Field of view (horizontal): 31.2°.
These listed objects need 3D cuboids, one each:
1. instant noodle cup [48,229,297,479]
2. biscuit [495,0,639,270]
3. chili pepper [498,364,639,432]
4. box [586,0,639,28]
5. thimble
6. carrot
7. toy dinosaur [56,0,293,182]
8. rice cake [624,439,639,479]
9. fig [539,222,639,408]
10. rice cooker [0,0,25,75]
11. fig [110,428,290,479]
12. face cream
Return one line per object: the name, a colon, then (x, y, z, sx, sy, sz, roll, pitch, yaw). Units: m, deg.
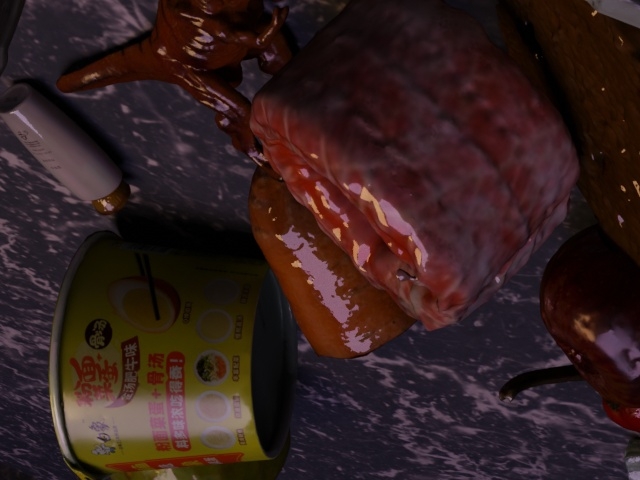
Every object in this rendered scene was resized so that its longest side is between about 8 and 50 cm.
instant noodle cup: (-0.158, 0.142, 1.355, 0.221, 0.311, 0.311, 0, 149, 13)
biscuit: (0.214, -0.089, 0.777, 0.075, 0.296, 0.296, -30, 144, -3)
chili pepper: (0.360, 0.140, 1.188, 0.338, 0.135, 0.131, 22, 138, -17)
box: (0.201, -0.229, 0.596, 0.311, 0.175, 0.182, 19, 143, -3)
thimble: (0.068, -0.061, 0.872, 0.239, 0.162, 0.239, 46, 171, 10)
carrot: (0.000, 0.000, 1.156, 0.159, 0.159, 0.225, -8, 133, 40)
toy dinosaur: (-0.091, -0.145, 0.987, 0.208, 0.097, 0.432, 37, 146, -14)
rice cake: (0.507, 0.310, 1.491, 0.211, 0.038, 0.124, 1, 130, 28)
fig: (0.309, 0.043, 1.061, 0.175, 0.207, 0.175, 48, 179, 1)
rice cooker: (-0.358, -0.222, 0.819, 0.277, 0.288, 0.288, 21, 152, -4)
fig: (-0.207, 0.250, 1.626, 0.326, 0.258, 0.258, 44, 146, -13)
face cream: (-0.272, -0.096, 1.225, 0.072, 0.051, 0.182, -2, 145, 32)
